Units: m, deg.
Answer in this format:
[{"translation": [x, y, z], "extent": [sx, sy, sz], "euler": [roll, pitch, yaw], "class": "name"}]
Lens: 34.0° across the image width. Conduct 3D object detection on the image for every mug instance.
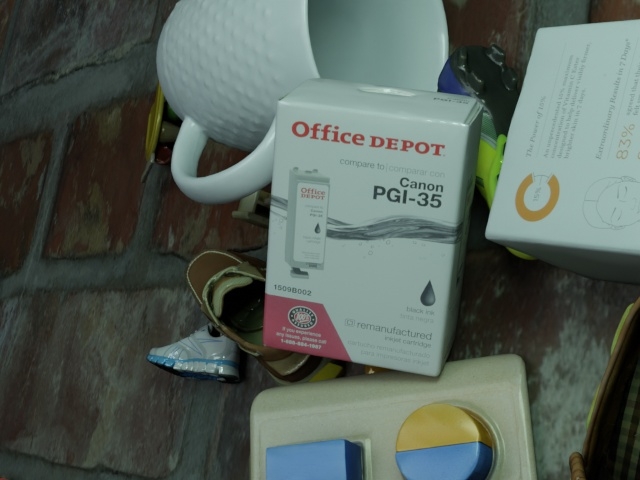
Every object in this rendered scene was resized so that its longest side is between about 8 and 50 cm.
[{"translation": [-0.064, -0.204, 1.332], "extent": [0.328, 0.276, 0.374], "euler": [-2, 54, 43], "class": "mug"}]

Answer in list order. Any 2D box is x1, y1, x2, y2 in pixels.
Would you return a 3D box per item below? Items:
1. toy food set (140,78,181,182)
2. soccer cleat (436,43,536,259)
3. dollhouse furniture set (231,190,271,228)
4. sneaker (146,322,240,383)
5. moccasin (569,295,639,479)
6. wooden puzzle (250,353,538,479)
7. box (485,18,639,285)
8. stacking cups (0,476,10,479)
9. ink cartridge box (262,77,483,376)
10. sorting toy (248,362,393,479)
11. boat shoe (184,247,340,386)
[{"translation": [-0.256, -0.198, 1.797], "extent": [0.128, 0.071, 0.218], "euler": [129, 147, -61], "class": "toy food set"}, {"translation": [0.202, -0.092, 1.188], "extent": [0.121, 0.093, 0.289], "euler": [109, 152, -55], "class": "soccer cleat"}, {"translation": [0.000, 0.000, 1.310], "extent": [0.182, 0.161, 0.101], "euler": [3, 77, 52], "class": "dollhouse furniture set"}, {"translation": [-0.179, 0.161, 1.542], "extent": [0.191, 0.071, 0.083], "euler": [-1, 67, 42], "class": "sneaker"}, {"translation": [0.267, 0.220, 0.886], "extent": [0.139, 0.147, 0.380], "euler": [29, 105, 50], "class": "moccasin"}, {"translation": [0.063, 0.291, 1.077], "extent": [0.322, 0.080, 0.348], "euler": [-11, 61, 22], "class": "wooden puzzle"}, {"translation": [0.345, -0.068, 0.914], "extent": [0.345, 0.168, 0.215], "euler": [9, 81, 51], "class": "box"}, {"translation": [-0.519, 0.465, 1.803], "extent": [0.316, 0.096, 0.096], "euler": [11, 83, 56], "class": "stacking cups"}, {"translation": [0.053, -0.017, 1.132], "extent": [0.207, 0.117, 0.283], "euler": [9, 111, 13], "class": "ink cartridge box"}, {"translation": [0.020, 0.277, 1.187], "extent": [0.229, 0.041, 0.307], "euler": [-12, 62, 15], "class": "sorting toy"}, {"translation": [-0.095, 0.082, 1.404], "extent": [0.122, 0.120, 0.324], "euler": [-51, 41, -6], "class": "boat shoe"}]
